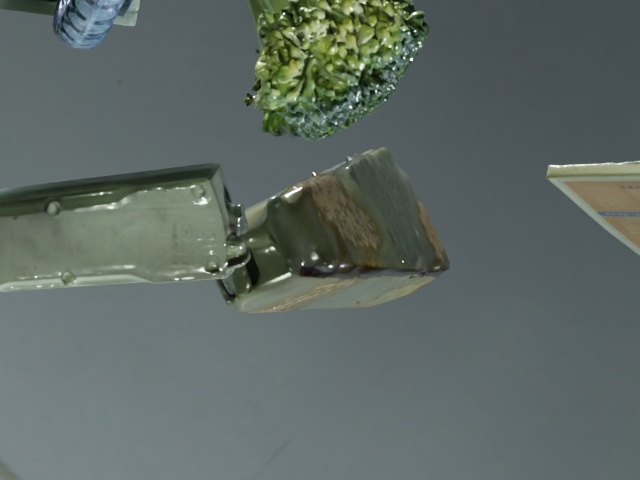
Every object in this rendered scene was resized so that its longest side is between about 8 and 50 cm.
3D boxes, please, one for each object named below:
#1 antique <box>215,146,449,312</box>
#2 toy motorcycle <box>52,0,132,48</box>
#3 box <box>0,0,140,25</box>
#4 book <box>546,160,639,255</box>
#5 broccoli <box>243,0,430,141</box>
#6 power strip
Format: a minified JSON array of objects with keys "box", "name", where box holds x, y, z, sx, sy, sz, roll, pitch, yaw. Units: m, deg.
[{"box":[0.000,0.000,1.323,0.284,0.125,0.150,-12,77,-65],"name":"antique"},{"box":[-0.059,-0.191,0.571,0.092,0.135,0.254,20,57,-17],"name":"toy motorcycle"},{"box":[-0.235,-0.295,1.045,0.225,0.225,0.117,6,22,-12],"name":"box"},{"box":[0.330,-0.022,1.286,0.242,0.170,0.018,29,67,-51],"name":"book"},{"box":[-0.023,-0.233,1.583,0.263,0.247,0.243,-43,105,-39],"name":"broccoli"},{"box":[-0.194,-0.003,1.055,0.286,0.080,0.048,-6,19,9],"name":"power strip"}]
